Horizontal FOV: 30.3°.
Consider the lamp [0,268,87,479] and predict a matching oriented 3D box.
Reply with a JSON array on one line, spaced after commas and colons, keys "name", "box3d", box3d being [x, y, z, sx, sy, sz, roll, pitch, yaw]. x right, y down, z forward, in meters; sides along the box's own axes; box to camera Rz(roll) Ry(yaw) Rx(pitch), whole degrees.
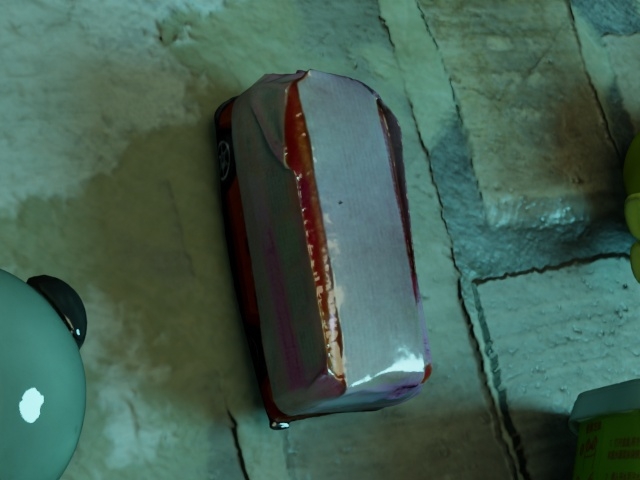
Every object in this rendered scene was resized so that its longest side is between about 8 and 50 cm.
[{"name": "lamp", "box3d": [-0.285, 0.108, 0.818, 0.243, 0.198, 0.198, 5, 69, 1]}]

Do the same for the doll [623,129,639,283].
[{"name": "doll", "box3d": [0.409, -0.083, 1.230, 0.363, 0.145, 0.199, -40, 131, -39]}]

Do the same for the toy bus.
[{"name": "toy bus", "box3d": [0.000, 0.000, 0.999, 0.127, 0.147, 0.303, 0, 74, -31]}]

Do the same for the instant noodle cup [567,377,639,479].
[{"name": "instant noodle cup", "box3d": [0.318, 0.303, 0.979, 0.294, 0.294, 0.308, 23, 72, -16]}]
